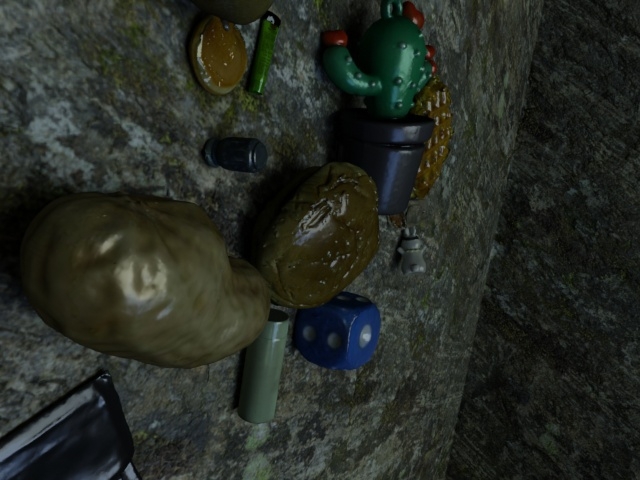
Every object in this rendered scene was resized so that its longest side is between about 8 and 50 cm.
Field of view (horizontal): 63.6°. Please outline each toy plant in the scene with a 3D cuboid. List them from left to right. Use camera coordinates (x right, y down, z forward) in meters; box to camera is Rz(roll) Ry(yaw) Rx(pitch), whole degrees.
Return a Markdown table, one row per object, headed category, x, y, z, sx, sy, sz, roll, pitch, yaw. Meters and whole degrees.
| category | x | y | z | sx | sy | sz | roll | pitch | yaw |
| --- | --- | --- | --- | --- | --- | --- | --- | --- | --- |
| toy plant | 0.121 | -0.258 | 1.001 | 0.280 | 0.185 | 0.400 | 0 | 114 | -17 |

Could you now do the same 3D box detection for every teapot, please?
| category | x | y | z | sx | sy | sz | roll | pitch | yaw |
| --- | --- | --- | --- | --- | --- | --- | --- | --- | --- |
| teapot | -0.117 | -0.129 | 0.739 | 0.049 | 0.083 | 0.063 | 73 | 34 | -47 |

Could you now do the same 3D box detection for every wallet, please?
| category | x | y | z | sx | sy | sz | roll | pitch | yaw |
| --- | --- | --- | --- | --- | --- | --- | --- | --- | --- |
| wallet | -0.329 | 0.359 | 0.655 | 0.247 | 0.041 | 0.322 | -38 | 132 | -48 |

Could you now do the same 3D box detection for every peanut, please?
| category | x | y | z | sx | sy | sz | roll | pitch | yaw |
| --- | --- | --- | --- | --- | --- | --- | --- | --- | --- |
| peanut | -0.184 | 0.054 | 0.632 | 0.387 | 0.170 | 0.192 | 47 | 59 | -62 |

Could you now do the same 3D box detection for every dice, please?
| category | x | y | z | sx | sy | sz | roll | pitch | yaw |
| --- | --- | --- | --- | --- | --- | --- | --- | --- | --- |
| dice | 0.036 | 0.190 | 1.109 | 0.146 | 0.146 | 0.143 | -8 | 109 | -59 |

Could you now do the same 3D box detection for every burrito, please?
| category | x | y | z | sx | sy | sz | roll | pitch | yaw |
| --- | --- | --- | --- | --- | --- | --- | --- | --- | --- |
| burrito | 0.254 | -0.078 | 1.444 | 0.226 | 0.060 | 0.086 | -14 | 108 | -56 |

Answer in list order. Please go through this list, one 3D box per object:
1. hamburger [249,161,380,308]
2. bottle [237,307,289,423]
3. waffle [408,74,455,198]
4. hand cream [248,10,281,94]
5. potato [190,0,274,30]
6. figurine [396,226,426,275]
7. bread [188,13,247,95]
| category | x | y | z | sx | sy | sz | roll | pitch | yaw |
| --- | --- | --- | --- | --- | --- | --- | --- | --- | --- |
| hamburger | 0.002 | -0.001 | 0.929 | 0.265 | 0.134 | 0.284 | -47 | 142 | -27 |
| bottle | -0.106 | 0.230 | 0.954 | 0.072 | 0.072 | 0.201 | -11 | 114 | -59 |
| waffle | 0.290 | -0.269 | 1.404 | 0.302 | 0.068 | 0.324 | 41 | 67 | -60 |
| hand cream | -0.084 | -0.282 | 0.779 | 0.036 | 0.023 | 0.121 | 12 | 93 | -50 |
| potato | -0.100 | -0.365 | 0.576 | 0.174 | 0.159 | 0.251 | -11 | 125 | -33 |
| figurine | 0.258 | 0.030 | 1.517 | 0.098 | 0.081 | 0.146 | 131 | -45 | -67 |
| bread | -0.136 | -0.253 | 0.701 | 0.110 | 0.024 | 0.110 | -34 | 133 | -48 |
